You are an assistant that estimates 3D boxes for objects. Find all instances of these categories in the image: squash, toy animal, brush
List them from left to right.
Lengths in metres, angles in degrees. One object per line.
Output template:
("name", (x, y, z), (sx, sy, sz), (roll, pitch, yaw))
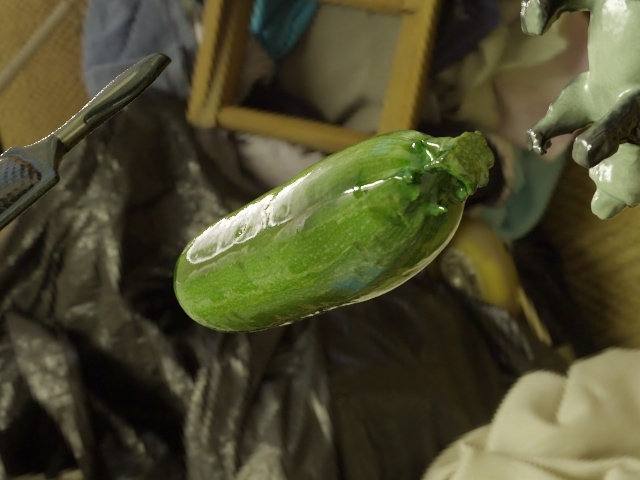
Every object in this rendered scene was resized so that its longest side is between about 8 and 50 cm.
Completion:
("brush", (-0.164, -0.051, 0.829), (0.063, 0.193, 0.016), (31, 155, 45))
("squash", (0.000, 0.000, 0.955), (0.379, 0.101, 0.101), (-29, 79, 56))
("toy animal", (0.213, -0.120, 0.990), (0.094, 0.121, 0.225), (-150, 53, -61))
